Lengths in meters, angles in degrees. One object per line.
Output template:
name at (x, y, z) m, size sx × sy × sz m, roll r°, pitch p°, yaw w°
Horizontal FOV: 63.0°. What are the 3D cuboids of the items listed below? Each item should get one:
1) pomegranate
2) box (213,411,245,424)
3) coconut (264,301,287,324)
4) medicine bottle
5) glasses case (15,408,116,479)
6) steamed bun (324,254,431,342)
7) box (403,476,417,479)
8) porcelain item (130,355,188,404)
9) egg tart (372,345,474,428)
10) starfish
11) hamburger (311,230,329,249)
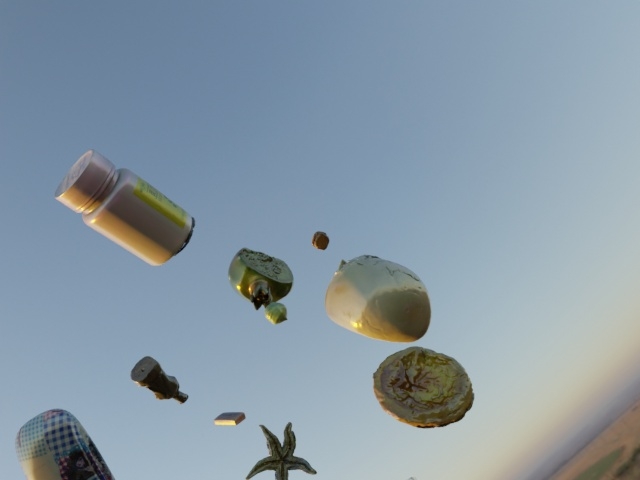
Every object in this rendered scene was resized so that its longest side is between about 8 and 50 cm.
pomegranate at (-0.287, 0.204, 2.400) m, size 0.310 × 0.358 × 0.216 m, roll 28°, pitch -63°, yaw -19°
box at (-0.289, 0.566, 1.661) m, size 0.115 × 0.025 × 0.048 m, roll -17°, pitch 3°, yaw 41°
coconut at (-0.167, 0.279, 2.005) m, size 0.087 × 0.096 × 0.088 m, roll -61°, pitch -2°, yaw -4°
medicine bottle at (-0.604, -0.095, 1.635) m, size 0.213 × 0.213 × 0.379 m, roll -45°, pitch -55°, yaw 7°
glasses case at (-0.451, 0.470, 0.973) m, size 0.125 × 0.327 × 0.076 m, roll -32°, pitch -3°, yaw 5°
steamed bun at (0.200, 0.176, 1.641) m, size 0.334 × 0.312 × 0.232 m, roll 6°, pitch -82°, yaw -45°
box at (0.179, 0.682, 1.336) m, size 0.164 × 0.069 × 0.256 m, roll -34°, pitch -27°, yaw 2°
porcelain item at (-0.454, 0.423, 1.511) m, size 0.081 × 0.069 × 0.215 m, roll -52°, pitch -43°, yaw -23°
egg tart at (0.245, 0.360, 1.251) m, size 0.241 × 0.241 × 0.105 m, roll -26°, pitch -51°, yaw -25°
starfish at (-0.118, 0.588, 1.386) m, size 0.176 × 0.208 × 0.053 m, roll -16°, pitch -41°, yaw -16°
hamburger at (0.000, 0.000, 2.132) m, size 0.083 × 0.044 × 0.076 m, roll 33°, pitch -100°, yaw -43°
